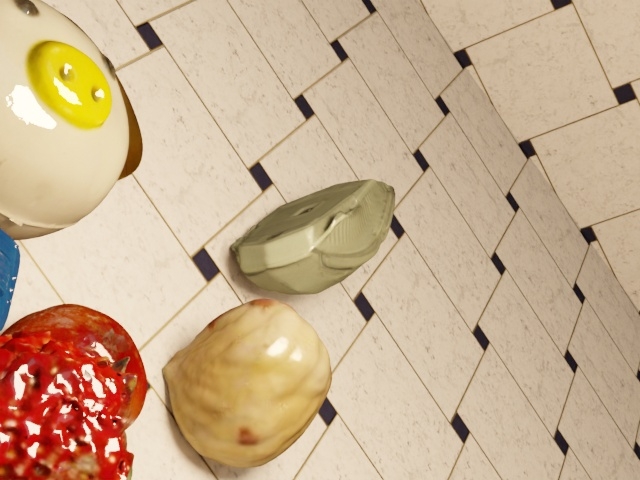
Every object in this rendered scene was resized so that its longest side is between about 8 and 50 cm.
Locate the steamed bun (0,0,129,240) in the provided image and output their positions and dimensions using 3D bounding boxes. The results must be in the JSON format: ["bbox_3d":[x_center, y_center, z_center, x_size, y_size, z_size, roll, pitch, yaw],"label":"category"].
[{"bbox_3d":[-0.421,-0.165,1.579,0.374,0.334,0.334,37,35,-47],"label":"steamed bun"}]

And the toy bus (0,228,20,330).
[{"bbox_3d":[-0.496,0.001,1.415,0.287,0.175,0.138,49,31,-41],"label":"toy bus"}]

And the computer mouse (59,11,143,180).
[{"bbox_3d":[-0.381,-0.237,1.963,0.310,0.072,0.158,60,30,-3],"label":"computer mouse"}]

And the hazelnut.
[{"bbox_3d":[-0.113,0.210,1.863,0.241,0.261,0.261,19,38,-6],"label":"hazelnut"}]

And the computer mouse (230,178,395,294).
[{"bbox_3d":[0.002,0.002,2.212,0.145,0.228,0.429,67,28,-10],"label":"computer mouse"}]

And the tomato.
[{"bbox_3d":[-0.314,0.168,1.620,0.200,0.139,0.233,53,29,0],"label":"tomato"}]

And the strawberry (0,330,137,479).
[{"bbox_3d":[-0.374,0.244,1.353,0.343,0.292,0.292,-2,64,-36],"label":"strawberry"}]
